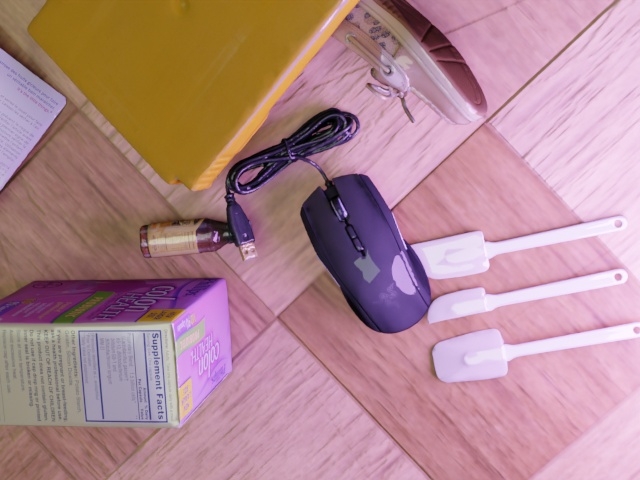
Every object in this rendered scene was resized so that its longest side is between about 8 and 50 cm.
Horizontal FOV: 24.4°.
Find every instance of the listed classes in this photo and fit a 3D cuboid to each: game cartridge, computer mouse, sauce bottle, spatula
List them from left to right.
[{"bbox_3d":[-0.138,-0.253,1.599,0.285,0.053,0.323,47,116,13],"label":"game cartridge"},{"bbox_3d":[-0.142,-0.005,1.695,0.128,0.042,0.042,-6,99,3],"label":"sauce bottle"},{"bbox_3d":[0.000,0.000,1.638,0.184,0.060,0.262,-24,91,6],"label":"computer mouse"},{"bbox_3d":[0.232,0.063,1.645,0.242,0.019,0.168,-11,93,13],"label":"spatula"}]

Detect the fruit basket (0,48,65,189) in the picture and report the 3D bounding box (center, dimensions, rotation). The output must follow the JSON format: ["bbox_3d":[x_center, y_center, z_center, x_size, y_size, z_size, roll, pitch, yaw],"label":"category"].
[{"bbox_3d":[-0.527,-0.122,1.699,0.327,0.165,0.353,37,87,-13],"label":"fruit basket"}]

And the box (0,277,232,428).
[{"bbox_3d":[-0.244,0.121,1.649,0.243,0.213,0.117,0,101,12],"label":"box"}]

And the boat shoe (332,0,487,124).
[{"bbox_3d":[0.061,-0.217,1.588,0.285,0.104,0.089,47,110,11],"label":"boat shoe"}]
